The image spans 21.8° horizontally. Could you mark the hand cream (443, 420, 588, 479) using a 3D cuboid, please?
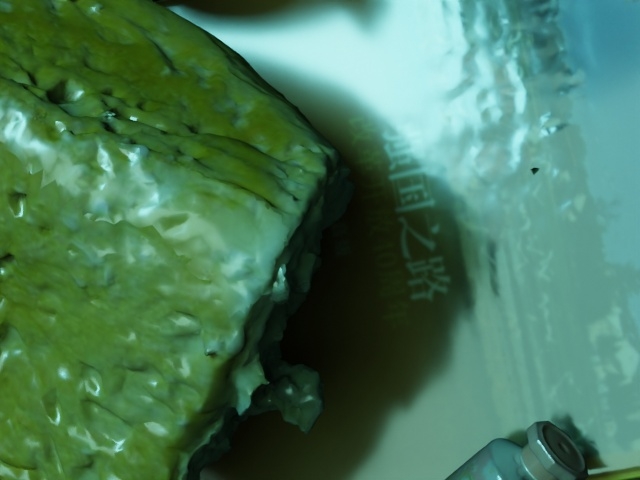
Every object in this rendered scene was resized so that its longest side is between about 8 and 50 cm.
[{"bbox_3d":[0.035,0.156,0.729,0.210,0.043,0.067,-45,75,23],"label":"hand cream"}]

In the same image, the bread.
[{"bbox_3d":[-0.100,0.002,0.699,0.246,0.176,0.195,28,119,6],"label":"bread"}]

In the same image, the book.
[{"bbox_3d":[0.000,0.000,0.771,0.374,0.028,0.263,-12,81,17],"label":"book"}]
